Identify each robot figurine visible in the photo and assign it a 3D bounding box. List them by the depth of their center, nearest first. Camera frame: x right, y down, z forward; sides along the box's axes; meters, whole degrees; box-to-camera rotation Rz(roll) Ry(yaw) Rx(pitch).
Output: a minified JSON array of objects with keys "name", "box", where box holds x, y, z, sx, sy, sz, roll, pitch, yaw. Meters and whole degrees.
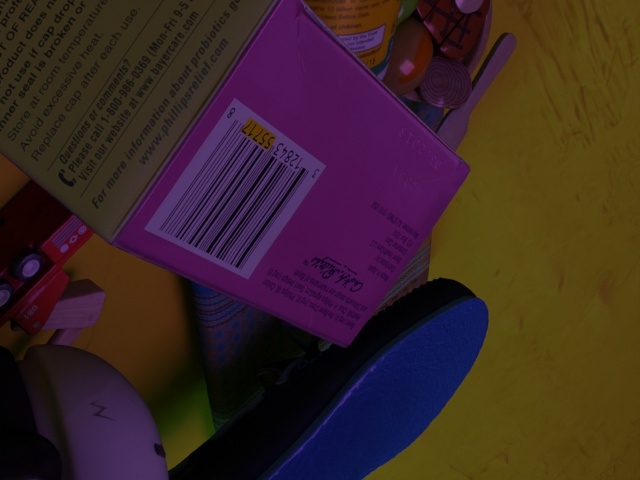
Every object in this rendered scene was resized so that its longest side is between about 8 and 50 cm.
[{"name":"robot figurine","box":[-0.219,0.150,0.648,0.278,0.209,0.174,-6,111,-23]}]

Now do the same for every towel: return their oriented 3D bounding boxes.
[{"name":"towel","box":[0.000,0.000,0.988,0.271,0.040,0.370,-36,147,-28]}]

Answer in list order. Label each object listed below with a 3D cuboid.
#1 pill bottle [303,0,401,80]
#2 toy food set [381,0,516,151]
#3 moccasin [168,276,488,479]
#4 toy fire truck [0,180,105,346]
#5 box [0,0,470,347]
[{"name":"pill bottle","box":[-0.001,-0.194,0.705,0.117,0.117,0.208,-27,140,-38]},{"name":"toy food set","box":[0.085,-0.156,0.868,0.192,0.038,0.132,43,74,-40]},{"name":"moccasin","box":[-0.016,0.132,0.956,0.342,0.117,0.138,-36,135,-21]},{"name":"toy fire truck","box":[-0.177,0.038,0.766,0.192,0.047,0.135,-47,150,-13]},{"name":"box","box":[-0.083,-0.077,0.582,0.117,0.243,0.213,-55,151,2]}]
